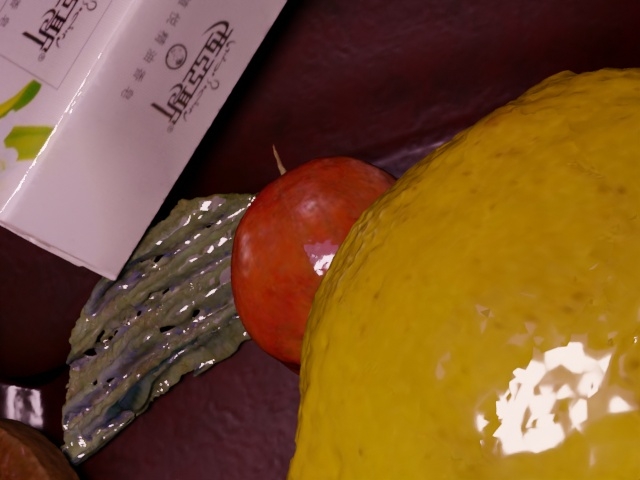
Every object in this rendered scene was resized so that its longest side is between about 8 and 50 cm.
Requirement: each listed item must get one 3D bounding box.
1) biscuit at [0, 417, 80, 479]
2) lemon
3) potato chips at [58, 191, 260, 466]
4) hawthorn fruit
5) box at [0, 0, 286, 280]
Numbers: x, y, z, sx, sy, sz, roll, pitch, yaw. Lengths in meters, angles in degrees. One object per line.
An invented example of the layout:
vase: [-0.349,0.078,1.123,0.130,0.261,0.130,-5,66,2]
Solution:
biscuit: [-0.228,0.248,0.929,0.273,0.049,0.257,-47,59,8]
lemon: [0.126,0.063,0.708,0.322,0.268,0.268,-34,65,2]
potato chips: [-0.097,0.046,0.940,0.207,0.028,0.092,-39,81,11]
hawthorn fruit: [0.002,0.012,0.856,0.140,0.125,0.125,43,95,2]
box: [-0.144,-0.137,0.950,0.194,0.111,0.260,30,86,40]
